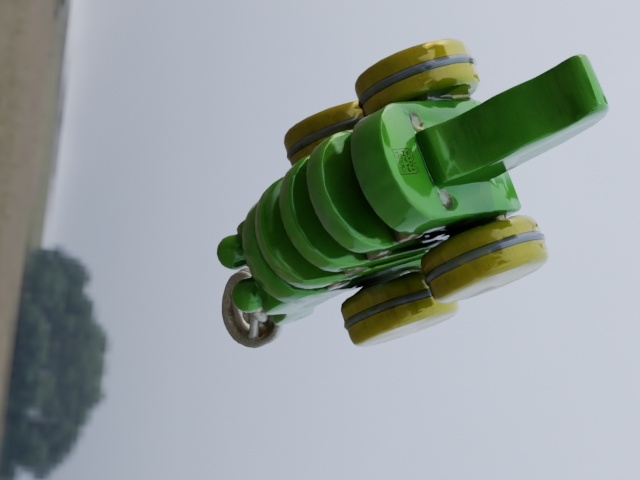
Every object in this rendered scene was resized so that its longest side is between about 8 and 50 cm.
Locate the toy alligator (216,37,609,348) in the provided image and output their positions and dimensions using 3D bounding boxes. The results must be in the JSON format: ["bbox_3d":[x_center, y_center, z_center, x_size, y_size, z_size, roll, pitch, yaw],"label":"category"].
[{"bbox_3d":[0.000,0.000,0.458,0.189,0.051,0.056,-34,-107,56],"label":"toy alligator"}]
